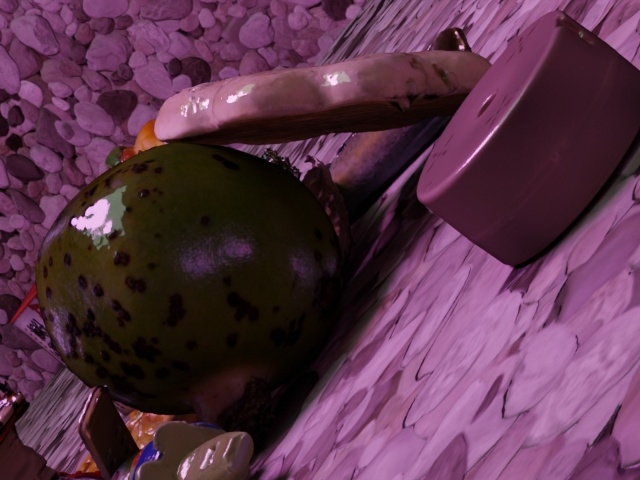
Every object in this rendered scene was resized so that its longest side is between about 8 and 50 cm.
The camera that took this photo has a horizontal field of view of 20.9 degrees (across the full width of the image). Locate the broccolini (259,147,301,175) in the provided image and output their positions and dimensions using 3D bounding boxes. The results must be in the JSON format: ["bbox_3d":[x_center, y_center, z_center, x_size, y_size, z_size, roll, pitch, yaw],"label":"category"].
[{"bbox_3d":[-0.041,0.000,1.746,0.052,0.054,0.194,-10,68,38],"label":"broccolini"}]

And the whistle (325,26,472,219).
[{"bbox_3d":[0.058,-0.087,1.709,0.057,0.068,0.326,-11,-24,-42],"label":"whistle"}]

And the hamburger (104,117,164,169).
[{"bbox_3d":[-0.156,-0.021,2.042,0.170,0.246,0.246,-54,8,3],"label":"hamburger"}]

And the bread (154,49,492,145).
[{"bbox_3d":[0.006,-0.120,1.483,0.316,0.054,0.316,-9,0,0],"label":"bread"}]

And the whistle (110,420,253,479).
[{"bbox_3d":[-0.108,0.189,1.328,0.227,0.085,0.105,-39,24,58],"label":"whistle"}]

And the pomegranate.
[{"bbox_3d":[-0.102,0.045,1.439,0.254,0.270,0.254,-22,-21,-9],"label":"pomegranate"}]

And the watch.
[{"bbox_3d":[-0.218,0.192,1.482,0.102,0.165,0.268,-58,-27,-31],"label":"watch"}]

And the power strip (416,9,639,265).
[{"bbox_3d":[0.131,-0.061,1.082,0.154,0.078,0.154,-53,9,13],"label":"power strip"}]

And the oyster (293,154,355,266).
[{"bbox_3d":[0.001,-0.009,1.634,0.209,0.072,0.133,-32,-50,-81],"label":"oyster"}]

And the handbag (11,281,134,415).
[{"bbox_3d":[-0.169,0.040,1.683,0.151,0.171,0.298,-53,7,-30],"label":"handbag"}]

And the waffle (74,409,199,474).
[{"bbox_3d":[-0.201,0.229,1.798,0.307,0.060,0.312,-46,7,42],"label":"waffle"}]
